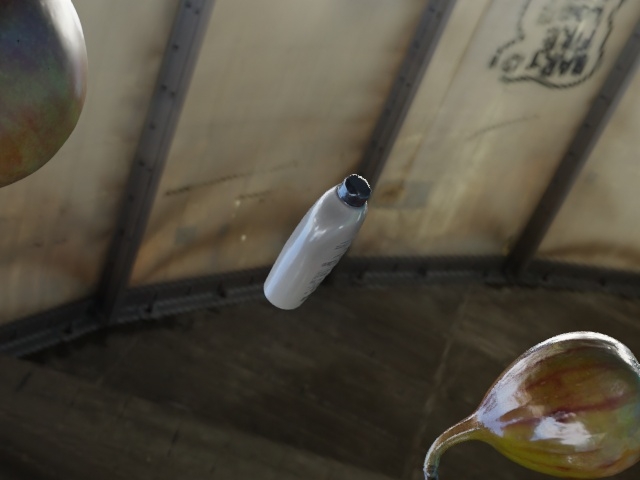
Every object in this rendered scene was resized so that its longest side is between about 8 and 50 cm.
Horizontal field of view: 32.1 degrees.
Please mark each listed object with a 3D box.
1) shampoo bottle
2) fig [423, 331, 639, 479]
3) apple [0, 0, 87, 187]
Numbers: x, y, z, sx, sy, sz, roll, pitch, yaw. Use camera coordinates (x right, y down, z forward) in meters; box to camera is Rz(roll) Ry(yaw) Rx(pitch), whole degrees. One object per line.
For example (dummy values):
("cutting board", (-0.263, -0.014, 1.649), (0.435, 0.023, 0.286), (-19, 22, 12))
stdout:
("shampoo bottle", (0.000, 0.000, 1.622), (0.078, 0.257, 0.127), (47, -138, 10))
("fig", (0.072, 0.062, 0.373), (0.083, 0.050, 0.050), (-24, -139, 5))
("apple", (-0.354, -0.179, 1.076), (0.257, 0.234, 0.257), (2, -111, -6))
